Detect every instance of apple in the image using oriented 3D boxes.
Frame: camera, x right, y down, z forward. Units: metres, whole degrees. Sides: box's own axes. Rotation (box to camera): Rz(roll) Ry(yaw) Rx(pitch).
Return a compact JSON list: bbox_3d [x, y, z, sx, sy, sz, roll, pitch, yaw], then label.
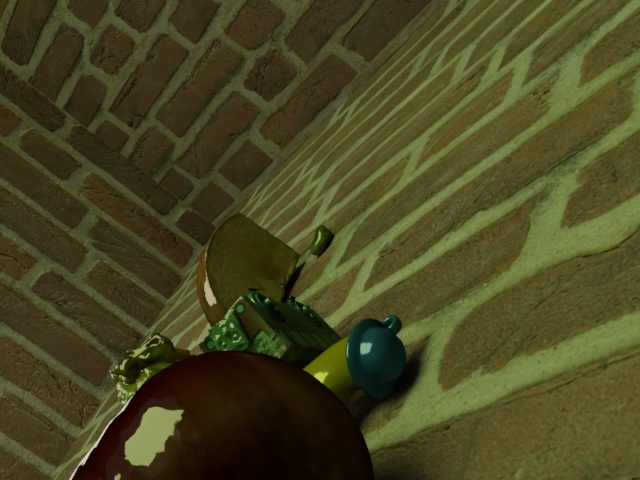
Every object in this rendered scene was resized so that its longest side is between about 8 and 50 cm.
[{"bbox_3d":[-0.198,0.122,2.161,0.252,0.314,0.309,6,44,24],"label":"apple"}]

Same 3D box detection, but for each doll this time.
[{"bbox_3d":[-0.011,0.242,1.243,0.363,0.145,0.199,-46,27,8],"label":"doll"}]

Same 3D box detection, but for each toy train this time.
[{"bbox_3d":[-0.064,0.180,1.424,0.129,0.159,0.326,-47,-22,9],"label":"toy train"}]

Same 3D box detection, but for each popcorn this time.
[{"bbox_3d":[-0.390,0.364,2.077,0.258,0.270,0.224,41,98,34],"label":"popcorn"}]

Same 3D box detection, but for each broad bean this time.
[{"bbox_3d":[0.000,0.000,2.143,0.063,0.045,0.083,-31,32,62],"label":"broad bean"}]

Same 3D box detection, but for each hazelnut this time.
[{"bbox_3d":[-0.123,0.327,0.952,0.409,0.359,0.359,-60,13,-4],"label":"hazelnut"}]
